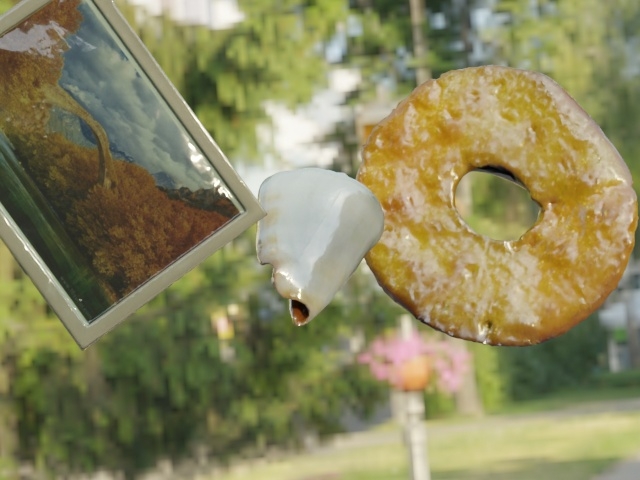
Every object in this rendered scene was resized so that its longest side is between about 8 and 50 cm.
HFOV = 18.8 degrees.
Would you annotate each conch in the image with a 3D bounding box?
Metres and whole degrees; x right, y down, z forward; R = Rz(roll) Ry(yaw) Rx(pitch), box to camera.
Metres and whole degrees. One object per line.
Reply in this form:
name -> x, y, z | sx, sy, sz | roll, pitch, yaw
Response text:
conch -> -0.010, 0.000, 1.653 | 0.094, 0.176, 0.104 | 7, -40, 37

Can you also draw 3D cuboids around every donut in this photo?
donut -> 0.184, -0.027, 2.012 | 0.302, 0.303, 0.110 | -5, -12, 9

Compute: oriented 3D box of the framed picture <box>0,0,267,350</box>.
framed picture -> -0.184, -0.067, 1.492 | 0.184, 0.250, 0.016 | -35, 2, -12
